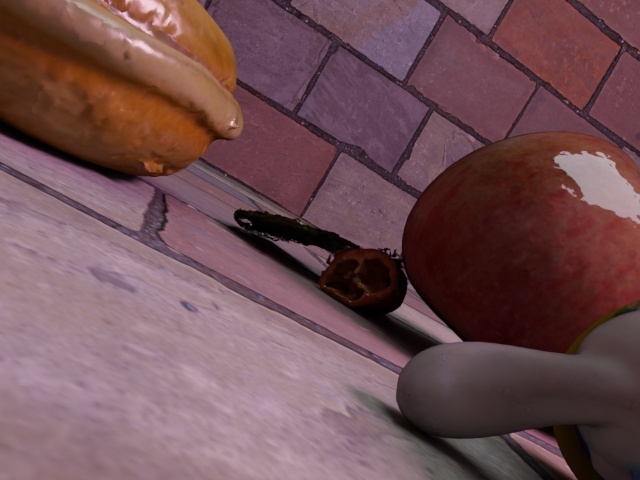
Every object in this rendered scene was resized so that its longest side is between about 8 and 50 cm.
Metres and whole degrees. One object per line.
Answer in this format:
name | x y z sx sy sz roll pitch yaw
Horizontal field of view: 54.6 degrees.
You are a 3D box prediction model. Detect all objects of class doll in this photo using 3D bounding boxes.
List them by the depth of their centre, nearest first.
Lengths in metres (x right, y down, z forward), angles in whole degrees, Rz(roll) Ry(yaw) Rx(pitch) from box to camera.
doll | 0.238 0.076 0.317 0.311 0.159 0.242 -5 -35 44

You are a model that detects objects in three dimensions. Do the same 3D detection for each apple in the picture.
apple | 0.266 0.033 0.666 0.345 0.269 0.345 47 2 -2

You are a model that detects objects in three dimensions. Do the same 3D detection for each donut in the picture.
donut | -0.268 -0.215 0.611 0.449 0.198 0.449 30 3 -2

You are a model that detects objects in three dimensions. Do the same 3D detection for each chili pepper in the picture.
chili pepper | 0.064 0.059 0.723 0.088 0.065 0.169 3 -14 19

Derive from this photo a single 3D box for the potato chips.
potato chips | -0.001 0.004 0.773 0.220 0.029 0.202 16 -10 4
